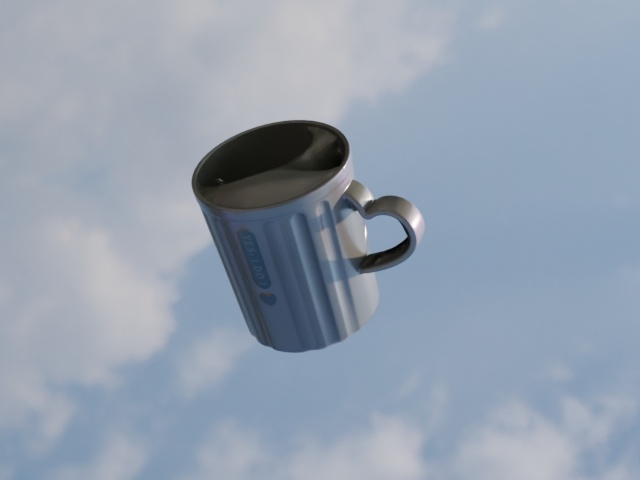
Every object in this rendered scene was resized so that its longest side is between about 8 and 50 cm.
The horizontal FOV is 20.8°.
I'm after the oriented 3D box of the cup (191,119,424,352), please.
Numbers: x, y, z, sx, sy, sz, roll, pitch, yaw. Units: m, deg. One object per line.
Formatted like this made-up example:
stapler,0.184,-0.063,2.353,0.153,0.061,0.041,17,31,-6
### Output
cup,-0.013,0.007,1.817,0.167,0.202,0.221,-34,-143,-25
